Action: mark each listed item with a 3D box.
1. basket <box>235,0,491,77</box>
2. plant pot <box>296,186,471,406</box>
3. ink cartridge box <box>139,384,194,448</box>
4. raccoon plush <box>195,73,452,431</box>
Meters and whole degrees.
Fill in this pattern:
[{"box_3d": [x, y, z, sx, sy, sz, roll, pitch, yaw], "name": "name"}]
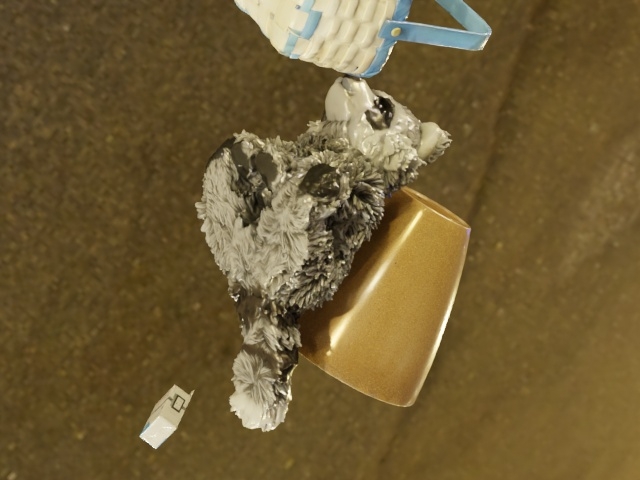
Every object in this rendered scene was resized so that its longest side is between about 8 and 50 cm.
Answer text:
[{"box_3d": [0.045, -0.318, 1.649, 0.289, 0.255, 0.201, 0, 129, -42], "name": "basket"}, {"box_3d": [0.092, 0.059, 1.866, 0.237, 0.237, 0.254, 13, 109, -59], "name": "plant pot"}, {"box_3d": [-0.192, 0.216, 1.687, 0.048, 0.028, 0.083, -46, -169, 29], "name": "ink cartridge box"}, {"box_3d": [0.000, 0.000, 1.791, 0.299, 0.216, 0.446, -15, 129, -44], "name": "raccoon plush"}]
